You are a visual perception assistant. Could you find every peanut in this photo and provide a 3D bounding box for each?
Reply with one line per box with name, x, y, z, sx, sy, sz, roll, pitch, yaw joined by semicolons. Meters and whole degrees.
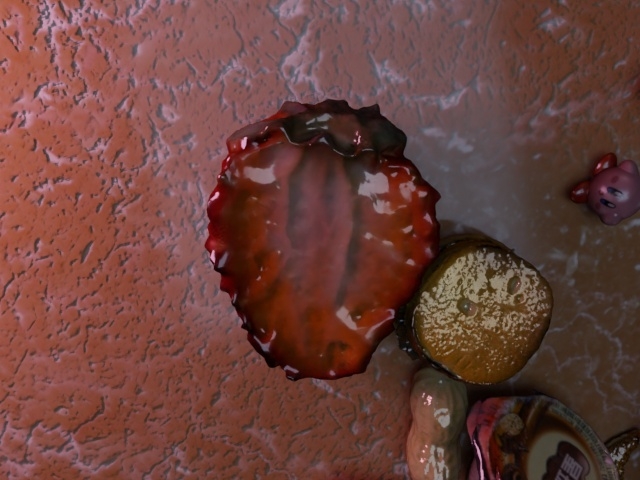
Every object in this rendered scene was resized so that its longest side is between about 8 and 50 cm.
peanut;0.153;0.253;0.855;0.082;0.082;0.187;4;99;-3

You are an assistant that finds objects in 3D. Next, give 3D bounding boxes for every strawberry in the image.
strawberry;0.000;0.000;0.780;0.265;0.149;0.336;2;111;0

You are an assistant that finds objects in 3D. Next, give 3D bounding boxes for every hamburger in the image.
hamburger;0.181;0.086;0.809;0.191;0.118;0.182;-36;96;1

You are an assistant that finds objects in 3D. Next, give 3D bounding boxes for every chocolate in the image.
chocolate;0.254;0.313;0.833;0.221;0.221;0.147;30;138;-7

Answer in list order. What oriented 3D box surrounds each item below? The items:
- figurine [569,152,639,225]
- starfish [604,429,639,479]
figurine;0.372;-0.062;0.816;0.067;0.071;0.083;14;112;-47
starfish;0.387;0.372;0.907;0.227;0.043;0.240;42;98;-8
